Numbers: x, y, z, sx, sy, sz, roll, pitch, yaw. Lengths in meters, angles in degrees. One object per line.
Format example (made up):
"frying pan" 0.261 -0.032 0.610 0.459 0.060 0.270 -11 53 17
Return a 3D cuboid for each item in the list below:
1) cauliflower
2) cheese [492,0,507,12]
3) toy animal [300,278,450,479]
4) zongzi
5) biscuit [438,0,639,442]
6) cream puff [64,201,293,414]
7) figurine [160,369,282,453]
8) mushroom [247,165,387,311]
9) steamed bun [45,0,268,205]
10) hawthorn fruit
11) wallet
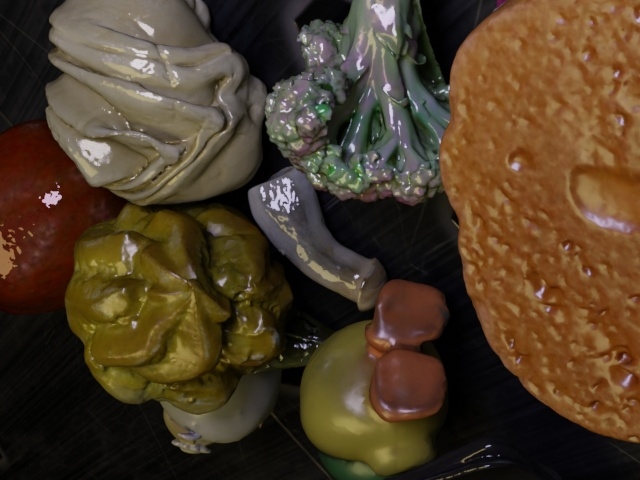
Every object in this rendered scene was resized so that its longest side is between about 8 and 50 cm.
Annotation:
"cauliflower" 0.057 -0.177 1.116 0.239 0.256 0.315 2 121 -13
"cheese" 0.213 -0.137 1.044 0.155 0.062 0.244 -178 69 -82
"toy animal" 0.068 0.213 1.421 0.191 0.216 0.338 1 146 -1
"zongzi" -0.022 0.171 1.555 0.109 0.119 0.055 30 161 16
"biscuit" 0.263 -0.027 0.954 0.350 0.078 0.455 14 122 30
"cream puff" -0.155 0.064 1.423 0.324 0.291 0.257 17 151 -35
"figurine" -0.207 0.233 1.744 0.274 0.226 0.394 27 154 3
"mushroom" -0.003 0.004 1.414 0.223 0.092 0.081 49 177 1
"steamed bun" -0.220 -0.181 1.338 0.276 0.203 0.289 19 129 26
"hawthorn fruit" -0.404 -0.034 1.583 0.295 0.311 0.295 40 137 51
"wallet" 0.264 0.363 1.379 0.197 0.051 0.377 -31 128 33
